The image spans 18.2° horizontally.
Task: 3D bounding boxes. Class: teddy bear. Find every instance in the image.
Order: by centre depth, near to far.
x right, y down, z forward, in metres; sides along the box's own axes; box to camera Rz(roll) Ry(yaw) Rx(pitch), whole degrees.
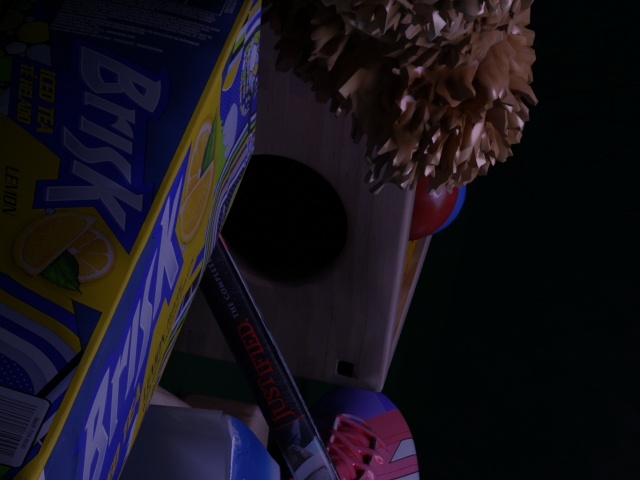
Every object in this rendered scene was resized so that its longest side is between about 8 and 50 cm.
[{"bbox_3d":[0.049,-0.154,0.486,0.245,0.113,0.338,-49,152,-44],"label":"teddy bear"}]

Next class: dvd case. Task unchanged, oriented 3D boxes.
[{"bbox_3d":[-0.023,0.024,0.584,0.119,0.013,0.087,63,-2,-1],"label":"dvd case"}]

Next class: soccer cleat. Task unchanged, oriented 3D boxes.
[{"bbox_3d":[0.002,0.146,1.065,0.248,0.083,0.095,-65,161,-52],"label":"soccer cleat"}]

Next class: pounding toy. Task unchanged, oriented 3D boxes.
[{"bbox_3d":[-0.003,0.010,0.719,0.181,0.094,0.206,-68,167,-55],"label":"pounding toy"}]

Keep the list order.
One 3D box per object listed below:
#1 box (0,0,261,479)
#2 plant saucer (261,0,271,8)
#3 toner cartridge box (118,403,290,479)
[{"bbox_3d":[-0.059,0.005,0.430,0.169,0.054,0.059,-70,169,-47],"label":"box"},{"bbox_3d":[0.015,-0.188,0.589,0.188,0.045,0.188,-43,148,-48],"label":"plant saucer"},{"bbox_3d":[-0.057,0.222,0.488,0.165,0.075,0.347,76,17,-77],"label":"toner cartridge box"}]
